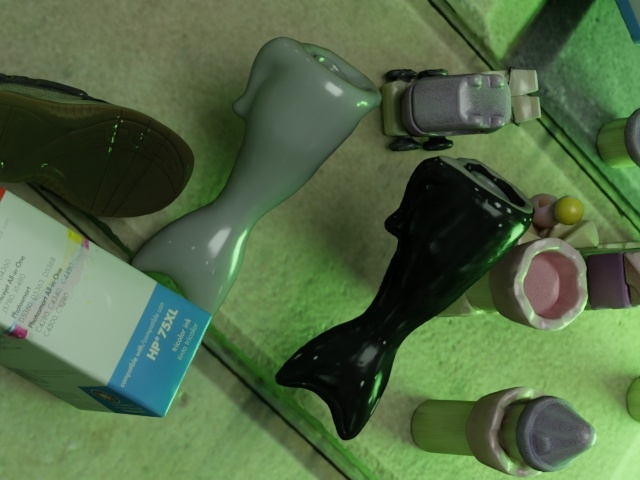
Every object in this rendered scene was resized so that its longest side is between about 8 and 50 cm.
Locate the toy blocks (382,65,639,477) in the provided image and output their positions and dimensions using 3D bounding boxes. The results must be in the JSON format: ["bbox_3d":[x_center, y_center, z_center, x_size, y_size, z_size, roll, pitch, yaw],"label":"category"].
[{"bbox_3d":[0.233,0.011,1.321,0.289,0.260,0.309,-4,89,-31],"label":"toy blocks"}]

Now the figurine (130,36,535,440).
[{"bbox_3d":[0.000,0.000,1.223,0.215,0.092,0.209,37,104,3],"label":"figurine"}]

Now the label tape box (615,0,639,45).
[{"bbox_3d":[0.310,-0.338,1.419,0.348,0.115,0.249,-40,109,-46],"label":"label tape box"}]

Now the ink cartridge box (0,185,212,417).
[{"bbox_3d":[-0.201,0.025,1.127,0.231,0.134,0.078,34,71,-26],"label":"ink cartridge box"}]

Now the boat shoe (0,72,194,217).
[{"bbox_3d":[-0.180,-0.072,1.180,0.223,0.073,0.080,11,114,-47],"label":"boat shoe"}]
